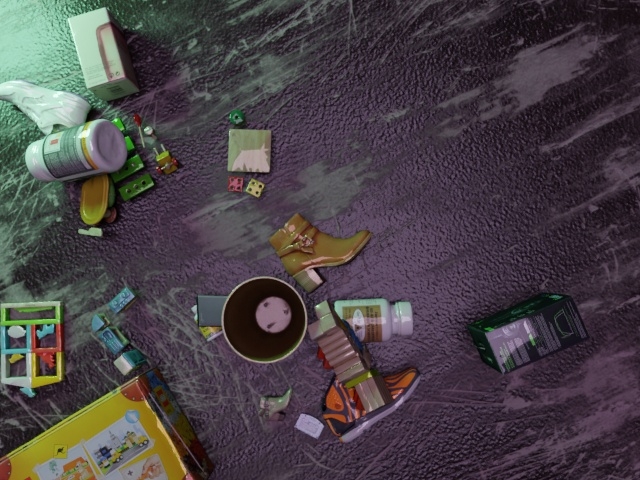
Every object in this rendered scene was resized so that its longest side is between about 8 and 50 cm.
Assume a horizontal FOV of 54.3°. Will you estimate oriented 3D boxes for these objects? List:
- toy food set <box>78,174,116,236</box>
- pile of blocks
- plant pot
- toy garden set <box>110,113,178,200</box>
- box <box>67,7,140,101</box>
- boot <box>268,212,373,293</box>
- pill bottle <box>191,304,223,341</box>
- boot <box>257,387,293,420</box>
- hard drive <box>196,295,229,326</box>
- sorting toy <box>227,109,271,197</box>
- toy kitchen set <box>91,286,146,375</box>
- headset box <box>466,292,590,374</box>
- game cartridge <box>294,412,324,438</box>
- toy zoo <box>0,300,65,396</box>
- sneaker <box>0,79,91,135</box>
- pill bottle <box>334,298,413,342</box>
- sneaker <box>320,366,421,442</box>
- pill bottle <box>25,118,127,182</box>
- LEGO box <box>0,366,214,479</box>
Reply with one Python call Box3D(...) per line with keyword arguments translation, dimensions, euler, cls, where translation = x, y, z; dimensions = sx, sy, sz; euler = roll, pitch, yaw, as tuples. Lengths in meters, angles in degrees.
Box3D(translation=(-0.689, -0.113, 1.964), dimensions=(0.128, 0.071, 0.218), euler=(-3, 80, 33), cls="toy food set")
Box3D(translation=(0.069, 0.342, 1.781), dimensions=(0.112, 0.149, 0.362), euler=(-30, 95, 14), cls="pile of blocks")
Box3D(translation=(-0.149, 0.223, 1.831), dimensions=(0.236, 0.254, 0.237), euler=(0, 87, 2), cls="plant pot")
Box3D(translation=(-0.581, -0.276, 1.978), dimensions=(0.203, 0.049, 0.244), euler=(-28, 85, 2), cls="toy garden set")
Box3D(translation=(-0.671, -0.575, 1.946), dimensions=(0.126, 0.148, 0.233), euler=(-16, 87, 0), cls="box")
Box3D(translation=(0.000, 0.000, 1.927), dimensions=(0.283, 0.109, 0.220), euler=(-39, 82, 6), cls="boot")
Box3D(translation=(-0.350, 0.249, 1.930), dimensions=(0.065, 0.065, 0.116), euler=(-32, 86, 0), cls="pill bottle")
Box3D(translation=(-0.142, 0.500, 1.922), dimensions=(0.086, 0.042, 0.119), euler=(18, 87, 5), cls="boot")
Box3D(translation=(-0.312, 0.217, 1.910), dimensions=(0.135, 0.022, 0.094), euler=(4, 68, -28), cls="hard drive")
Box3D(translation=(-0.221, -0.269, 1.966), dimensions=(0.132, 0.046, 0.275), euler=(2, 86, 2), cls="sorting toy")
Box3D(translation=(-0.586, 0.273, 1.906), dimensions=(0.166, 0.122, 0.207), euler=(-43, 87, -1), cls="toy kitchen set")
Box3D(translation=(0.584, 0.268, 1.814), dimensions=(0.282, 0.246, 0.131), euler=(-23, 87, 1), cls="headset box")
Box3D(translation=(-0.033, 0.570, 1.927), dimensions=(0.083, 0.017, 0.056), euler=(28, 91, 3), cls="game cartridge")
Box3D(translation=(-0.902, 0.341, 1.957), dimensions=(0.192, 0.030, 0.294), euler=(-3, 87, 1), cls="toy zoo")
Box3D(translation=(-0.886, -0.412, 1.959), dimensions=(0.304, 0.114, 0.152), euler=(13, 86, 2), cls="sneaker")
Box3D(translation=(0.159, 0.241, 1.883), dimensions=(0.229, 0.131, 0.131), euler=(-3, 87, 1), cls="pill bottle")
Box3D(translation=(0.137, 0.448, 1.875), dimensions=(0.321, 0.124, 0.180), euler=(-38, 87, -1), cls="sneaker")
Box3D(translation=(-0.742, -0.263, 1.892), dimensions=(0.278, 0.162, 0.162), euler=(-8, 86, 23), cls="pill bottle")
Box3D(translation=(-0.633, 0.673, 1.848), dimensions=(0.500, 0.193, 0.373), euler=(-31, 86, 0), cls="LEGO box")
